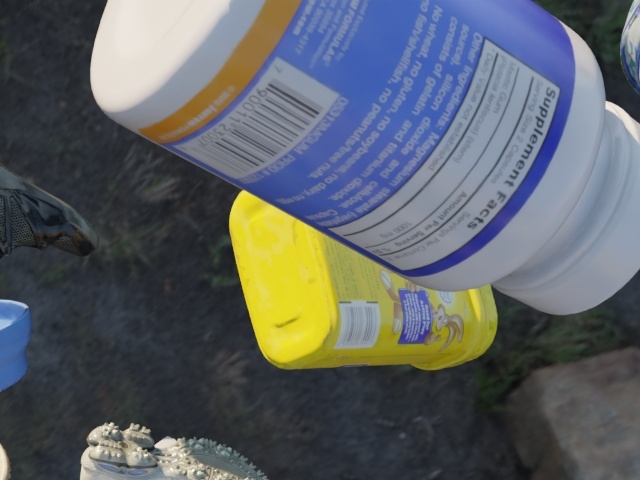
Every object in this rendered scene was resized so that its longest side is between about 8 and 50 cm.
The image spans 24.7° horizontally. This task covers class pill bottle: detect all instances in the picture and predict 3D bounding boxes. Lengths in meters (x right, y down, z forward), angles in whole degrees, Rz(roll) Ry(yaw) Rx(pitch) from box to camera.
[{"bbox_3d":[0.040,-0.067,0.712,0.272,0.152,0.152,28,59,-29],"label":"pill bottle"}]

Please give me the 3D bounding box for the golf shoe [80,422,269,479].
[{"bbox_3d":[-0.136,0.226,1.348,0.176,0.086,0.069,16,25,-9],"label":"golf shoe"}]

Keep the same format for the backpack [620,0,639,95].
[{"bbox_3d":[0.491,-0.191,1.520,0.355,0.290,0.273,37,48,7],"label":"backpack"}]

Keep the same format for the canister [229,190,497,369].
[{"bbox_3d":[0.029,0.021,0.935,0.170,0.073,0.126,4,66,-50],"label":"canister"}]

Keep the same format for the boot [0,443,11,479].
[{"bbox_3d":[-0.269,0.169,1.026,0.084,0.059,0.158,52,15,-22],"label":"boot"}]

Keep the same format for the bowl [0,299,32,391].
[{"bbox_3d":[-0.519,0.146,1.661,0.391,0.391,0.077,-13,100,-30],"label":"bowl"}]

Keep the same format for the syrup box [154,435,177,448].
[{"bbox_3d":[-0.189,0.354,1.660,0.093,0.096,0.237,24,95,6],"label":"syrup box"}]

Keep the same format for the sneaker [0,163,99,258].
[{"bbox_3d":[-0.360,-0.007,1.682,0.227,0.087,0.130,33,72,-46],"label":"sneaker"}]
